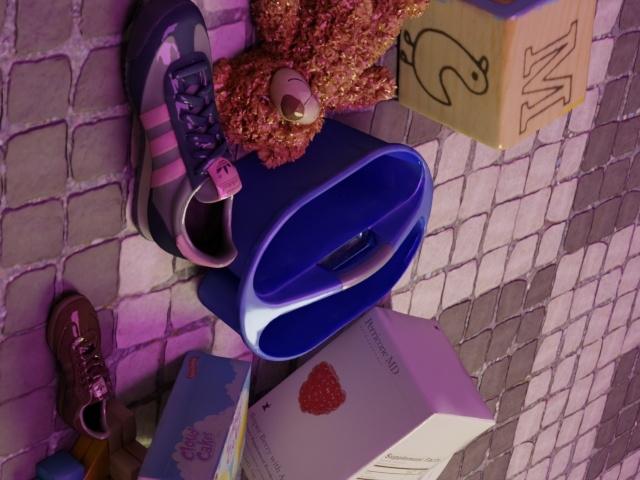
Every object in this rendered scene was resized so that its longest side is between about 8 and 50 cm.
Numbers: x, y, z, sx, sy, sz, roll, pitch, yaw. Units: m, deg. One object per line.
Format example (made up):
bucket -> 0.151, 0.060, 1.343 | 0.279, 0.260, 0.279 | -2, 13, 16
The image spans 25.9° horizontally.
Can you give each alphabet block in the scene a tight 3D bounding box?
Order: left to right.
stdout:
alphabet block -> 0.231, -0.265, 1.824 | 0.193, 0.192, 0.197 | -30, 134, -33

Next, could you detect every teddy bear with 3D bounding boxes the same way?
teddy bear -> 0.015, -0.239, 1.643 | 0.338, 0.113, 0.245 | -37, 137, -29

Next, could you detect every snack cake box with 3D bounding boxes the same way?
snack cake box -> -0.153, 0.273, 1.706 | 0.264, 0.089, 0.152 | -74, 173, -60

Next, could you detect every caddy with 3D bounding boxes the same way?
caddy -> 0.000, 0.000, 1.738 | 0.341, 0.179, 0.241 | -34, 139, -32

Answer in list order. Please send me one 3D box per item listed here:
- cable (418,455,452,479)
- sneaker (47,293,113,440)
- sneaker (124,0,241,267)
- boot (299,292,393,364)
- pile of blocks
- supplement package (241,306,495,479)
cable -> 0.121, 0.327, 2.205 | 0.257, 0.089, 0.257 | -3, 117, -50
sneaker -> -0.266, 0.148, 1.607 | 0.066, 0.071, 0.188 | -29, 136, -36
sneaker -> -0.134, -0.114, 1.528 | 0.112, 0.131, 0.319 | -31, 136, -35
boot -> 0.063, 0.066, 1.956 | 0.123, 0.095, 0.258 | 4, 120, -59
pile of blocks -> -0.312, 0.371, 1.679 | 0.149, 0.113, 0.362 | 22, 96, -55
supplement package -> 0.052, 0.250, 1.892 | 0.293, 0.177, 0.175 | -41, 151, 21
